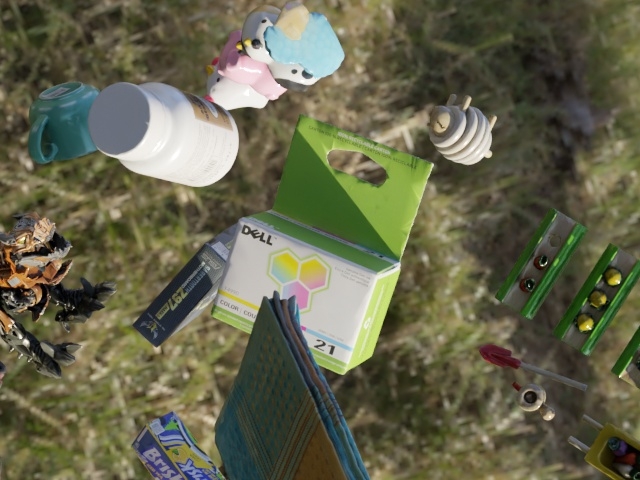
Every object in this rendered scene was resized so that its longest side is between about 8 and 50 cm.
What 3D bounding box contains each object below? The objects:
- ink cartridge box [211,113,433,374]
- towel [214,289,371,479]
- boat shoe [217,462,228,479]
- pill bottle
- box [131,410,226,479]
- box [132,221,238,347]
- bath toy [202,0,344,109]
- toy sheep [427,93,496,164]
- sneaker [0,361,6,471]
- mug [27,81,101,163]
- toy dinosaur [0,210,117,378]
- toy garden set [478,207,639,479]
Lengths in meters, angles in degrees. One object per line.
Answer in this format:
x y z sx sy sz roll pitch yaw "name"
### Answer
0.000 0.000 1.536 0.097 0.188 0.255 -22 132 -67 "ink cartridge box"
-0.013 0.274 1.313 0.040 0.271 0.370 -6 50 -27 "towel"
-0.106 0.330 1.902 0.095 0.257 0.095 61 28 -15 "boat shoe"
-0.223 -0.153 1.825 0.229 0.131 0.131 11 63 -65 "pill bottle"
-0.174 0.311 1.698 0.054 0.059 0.169 -21 65 -46 "box"
-0.190 0.065 2.064 0.059 0.183 0.232 44 15 2 "box"
-0.102 -0.287 2.103 0.129 0.348 0.151 -33 98 -25 "bath toy"
0.204 -0.153 1.840 0.132 0.091 0.091 29 43 -33 "toy sheep"
-0.412 0.215 1.531 0.106 0.162 0.281 34 -4 11 "sneaker"
-0.407 -0.195 2.086 0.158 0.129 0.097 -103 179 -66 "mug"
-0.410 0.061 1.752 0.218 0.322 0.164 39 70 -17 "toy dinosaur"
0.273 0.116 1.256 0.244 0.204 0.049 33 5 15 "toy garden set"
